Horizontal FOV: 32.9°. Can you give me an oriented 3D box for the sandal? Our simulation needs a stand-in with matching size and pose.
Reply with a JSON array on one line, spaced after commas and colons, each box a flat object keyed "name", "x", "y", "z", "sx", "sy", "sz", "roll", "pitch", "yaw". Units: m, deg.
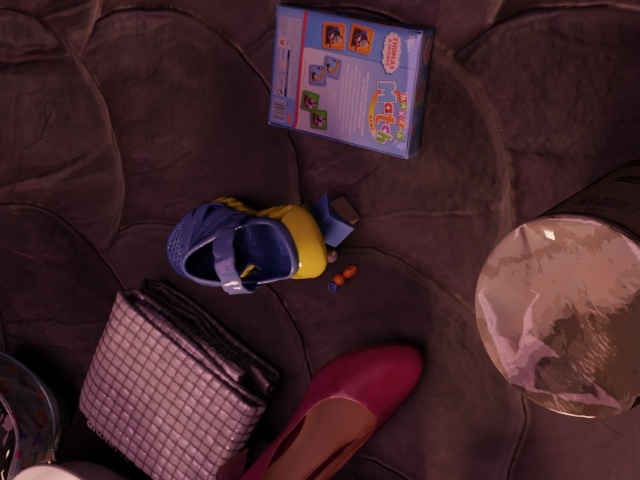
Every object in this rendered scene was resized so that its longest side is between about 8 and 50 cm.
[{"name": "sandal", "x": -0.134, "y": 0.012, "z": 1.461, "sx": 0.317, "sy": 0.138, "sz": 0.126, "roll": -6, "pitch": 103, "yaw": 55}]

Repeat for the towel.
[{"name": "towel", "x": -0.208, "y": 0.225, "z": 1.616, "sx": 0.284, "sy": 0.121, "sz": 0.235, "roll": 35, "pitch": 116, "yaw": 18}]

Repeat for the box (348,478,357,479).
[{"name": "box", "x": 0.036, "y": 0.456, "z": 1.482, "sx": 0.119, "sy": 0.182, "sz": 0.181, "roll": 18, "pitch": 113, "yaw": 30}]

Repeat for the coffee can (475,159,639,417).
[{"name": "coffee can", "x": 0.307, "y": 0.039, "z": 1.118, "sx": 0.201, "sy": 0.275, "sz": 0.201, "roll": 11, "pitch": 110, "yaw": 31}]

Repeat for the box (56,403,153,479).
[{"name": "box", "x": -0.293, "y": 0.435, "z": 1.760, "sx": 0.322, "sy": 0.079, "sz": 0.257, "roll": 38, "pitch": 123, "yaw": 19}]

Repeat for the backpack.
[{"name": "backpack", "x": -0.541, "y": 0.315, "z": 1.816, "sx": 0.225, "sy": 0.191, "sz": 0.253, "roll": 30, "pitch": 121, "yaw": 26}]

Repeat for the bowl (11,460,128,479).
[{"name": "bowl", "x": -0.343, "y": 0.458, "z": 1.671, "sx": 0.298, "sy": 0.134, "sz": 0.297, "roll": 10, "pitch": 110, "yaw": 30}]

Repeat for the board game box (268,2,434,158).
[{"name": "board game box", "x": 0.034, "y": -0.205, "z": 1.372, "sx": 0.211, "sy": 0.039, "sz": 0.160, "roll": 18, "pitch": 114, "yaw": 29}]

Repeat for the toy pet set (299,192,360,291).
[{"name": "toy pet set", "x": 0.000, "y": 0.000, "z": 1.440, "sx": 0.122, "sy": 0.065, "sz": 0.114, "roll": 52, "pitch": 125, "yaw": 9}]

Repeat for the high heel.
[{"name": "high heel", "x": -0.003, "y": 0.291, "z": 1.419, "sx": 0.127, "sy": 0.181, "sz": 0.377, "roll": 38, "pitch": 112, "yaw": -21}]
